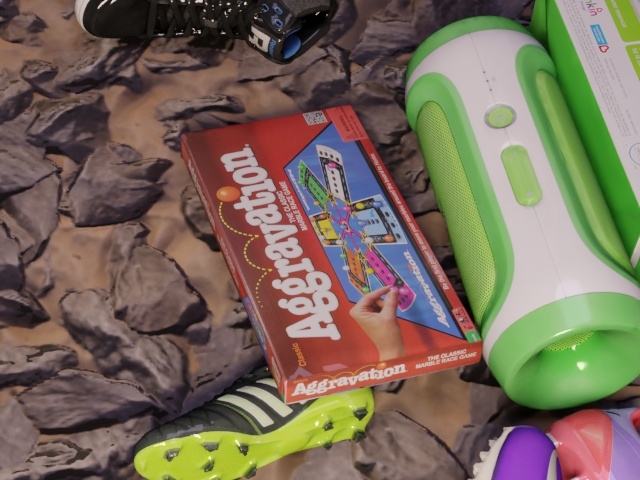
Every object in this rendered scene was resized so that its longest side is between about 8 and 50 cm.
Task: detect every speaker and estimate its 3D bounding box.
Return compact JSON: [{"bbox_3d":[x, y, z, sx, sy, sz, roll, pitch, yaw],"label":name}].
[{"bbox_3d":[0.149,-0.027,1.155,0.131,0.131,0.296,-7,53,-11],"label":"speaker"}]

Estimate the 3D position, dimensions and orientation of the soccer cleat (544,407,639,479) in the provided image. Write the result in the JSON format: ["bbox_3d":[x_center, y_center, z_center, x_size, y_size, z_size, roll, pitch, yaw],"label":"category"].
[{"bbox_3d":[0.230,0.212,1.018,0.095,0.083,0.248,-15,53,-22],"label":"soccer cleat"}]

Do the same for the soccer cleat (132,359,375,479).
[{"bbox_3d":[-0.050,0.123,1.075,0.179,0.060,0.072,-12,45,-22],"label":"soccer cleat"}]

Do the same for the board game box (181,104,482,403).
[{"bbox_3d":[0.000,0.000,1.156,0.145,0.027,0.281,-12,44,-14],"label":"board game box"}]

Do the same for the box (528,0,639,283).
[{"bbox_3d":[0.309,-0.093,1.228,0.231,0.126,0.262,-7,53,-12],"label":"box"}]

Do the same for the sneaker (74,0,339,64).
[{"bbox_3d":[-0.085,-0.192,1.293,0.217,0.079,0.121,-19,55,-21],"label":"sneaker"}]

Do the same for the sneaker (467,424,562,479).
[{"bbox_3d":[0.163,0.251,0.941,0.146,0.102,0.293,-6,58,17],"label":"sneaker"}]
